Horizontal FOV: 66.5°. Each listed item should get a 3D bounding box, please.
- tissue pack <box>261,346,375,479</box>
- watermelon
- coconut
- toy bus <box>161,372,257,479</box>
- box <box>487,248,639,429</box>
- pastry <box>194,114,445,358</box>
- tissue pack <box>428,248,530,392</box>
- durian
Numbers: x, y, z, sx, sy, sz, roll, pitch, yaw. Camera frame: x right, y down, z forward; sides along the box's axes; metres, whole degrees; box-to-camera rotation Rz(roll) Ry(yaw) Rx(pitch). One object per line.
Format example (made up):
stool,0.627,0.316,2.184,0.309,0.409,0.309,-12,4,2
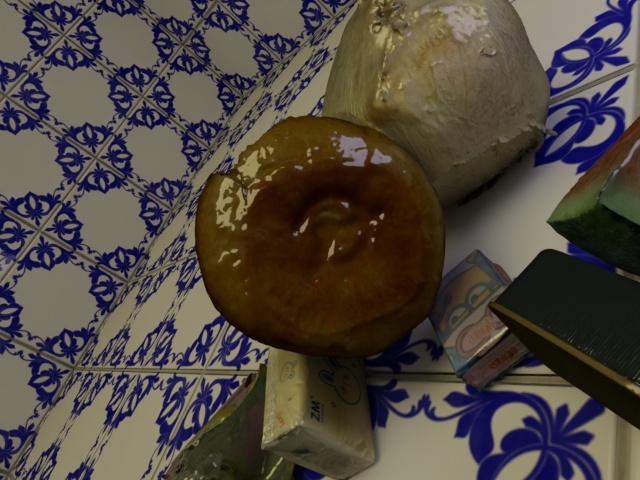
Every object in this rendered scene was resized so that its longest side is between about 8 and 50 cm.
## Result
tissue pack,-0.002,0.229,0.722,0.092,0.148,0.196,-43,27,27
watermelon,0.386,-0.081,0.485,0.257,0.193,0.140,-60,-5,-7
coconut,0.170,-0.243,0.799,0.346,0.360,0.346,-39,27,24
toy bus,-0.183,0.374,0.909,0.274,0.090,0.112,-48,17,7
box,0.270,0.096,0.445,0.090,0.144,0.201,-49,24,0
pastry,0.000,0.000,0.675,0.356,0.356,0.164,-55,-5,-6
tissue pack,0.207,0.099,0.637,0.115,0.065,0.155,-47,27,19
durian,-0.148,0.347,0.732,0.306,0.166,0.172,-35,54,-24
